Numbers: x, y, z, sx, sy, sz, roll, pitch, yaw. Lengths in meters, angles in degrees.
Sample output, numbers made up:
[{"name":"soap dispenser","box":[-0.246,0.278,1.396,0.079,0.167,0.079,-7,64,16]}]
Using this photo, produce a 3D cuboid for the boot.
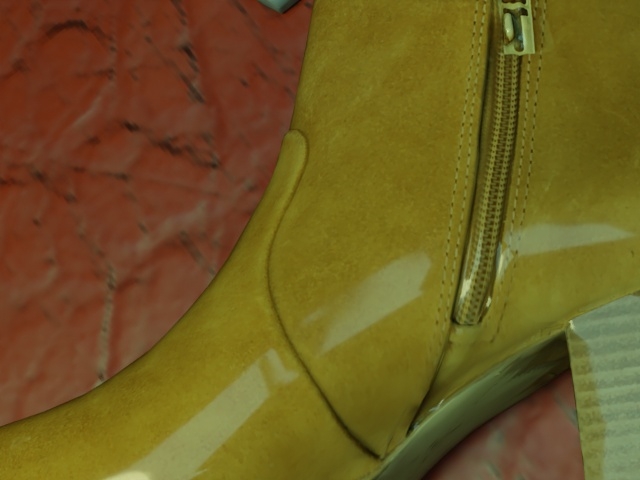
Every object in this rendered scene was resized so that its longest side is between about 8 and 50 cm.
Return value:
[{"name":"boot","box":[0.001,0.000,0.517,0.295,0.104,0.211,-6,70,6]}]

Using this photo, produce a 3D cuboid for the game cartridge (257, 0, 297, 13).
[{"name":"game cartridge","box":[-0.026,-0.133,0.591,0.056,0.017,0.083,-41,71,5]}]
